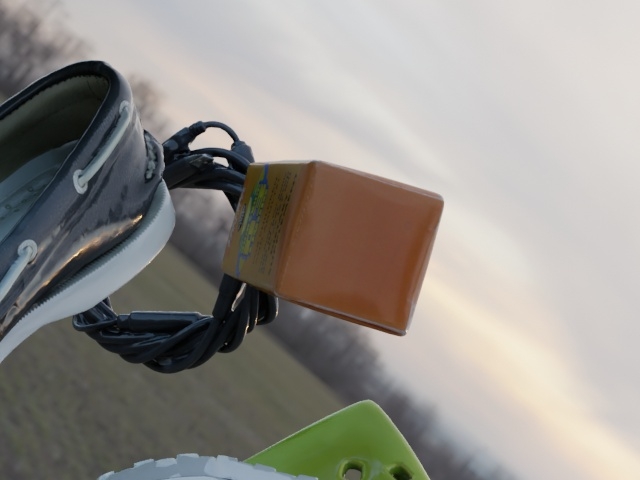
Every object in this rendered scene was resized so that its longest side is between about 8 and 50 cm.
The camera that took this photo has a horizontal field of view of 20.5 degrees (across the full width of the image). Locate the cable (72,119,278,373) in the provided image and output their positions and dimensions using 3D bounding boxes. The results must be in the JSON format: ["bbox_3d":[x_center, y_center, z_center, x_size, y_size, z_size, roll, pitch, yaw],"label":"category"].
[{"bbox_3d":[-0.100,0.016,1.219,0.150,0.184,0.047,60,25,13],"label":"cable"}]

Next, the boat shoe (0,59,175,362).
[{"bbox_3d":[-0.186,0.024,0.803,0.114,0.302,0.091,14,-46,30],"label":"boat shoe"}]

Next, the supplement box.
[{"bbox_3d":[0.000,0.000,0.996,0.080,0.078,0.233,16,-2,-8],"label":"supplement box"}]

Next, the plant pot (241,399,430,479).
[{"bbox_3d":[0.011,0.275,1.085,0.207,0.228,0.227,44,-22,50],"label":"plant pot"}]

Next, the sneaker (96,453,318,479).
[{"bbox_3d":[-0.029,0.162,0.849,0.235,0.090,0.095,-1,20,-1],"label":"sneaker"}]
